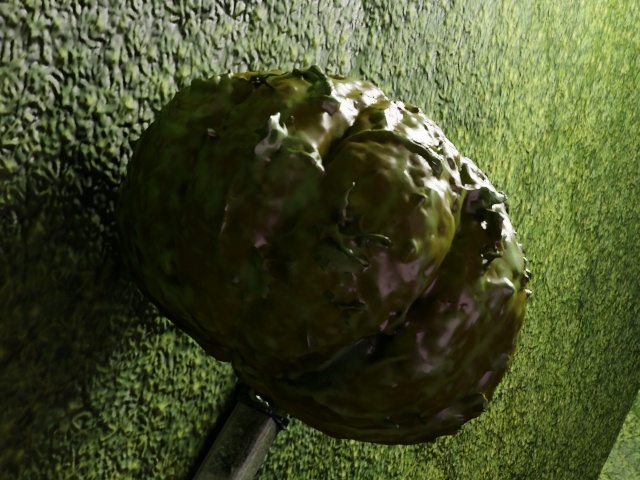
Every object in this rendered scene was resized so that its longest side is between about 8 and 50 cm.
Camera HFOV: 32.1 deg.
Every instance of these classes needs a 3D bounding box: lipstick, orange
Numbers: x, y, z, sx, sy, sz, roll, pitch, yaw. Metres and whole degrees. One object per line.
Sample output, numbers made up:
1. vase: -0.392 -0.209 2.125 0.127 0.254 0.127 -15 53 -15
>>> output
1. lipstick: -0.073 0.189 0.980 0.312 0.051 0.051 -60 149 -20
2. orange: 0.000 0.000 0.772 0.301 0.300 0.223 43 70 -28
